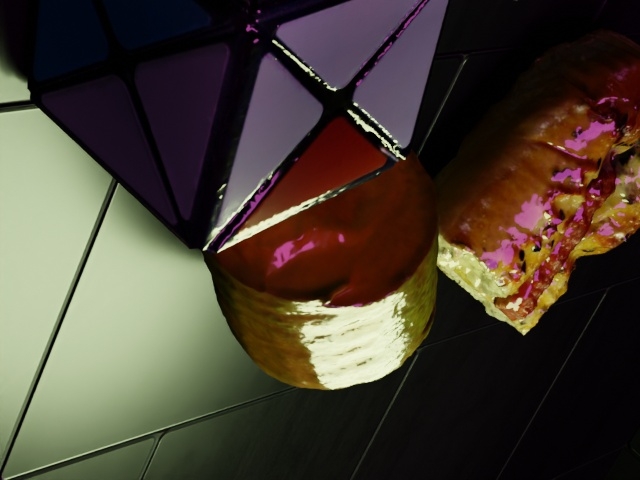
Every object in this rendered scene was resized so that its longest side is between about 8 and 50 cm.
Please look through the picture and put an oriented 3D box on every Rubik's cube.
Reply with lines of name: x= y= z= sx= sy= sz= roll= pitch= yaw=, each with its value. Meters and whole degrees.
Rubik's cube: x=-0.067 y=-0.176 z=1.437 sx=0.250 sy=0.246 sz=0.248 roll=-25 pitch=144 yaw=-38

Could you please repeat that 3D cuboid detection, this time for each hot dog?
hot dog: x=0.301 y=-0.077 z=2.184 sx=0.365 sy=0.196 sz=0.367 roll=-52 pitch=156 yaw=-1

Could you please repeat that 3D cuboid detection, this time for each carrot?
carrot: x=0.000 y=0.000 z=1.780 sx=0.241 sy=0.241 sz=0.340 roll=-40 pitch=154 yaw=-17
